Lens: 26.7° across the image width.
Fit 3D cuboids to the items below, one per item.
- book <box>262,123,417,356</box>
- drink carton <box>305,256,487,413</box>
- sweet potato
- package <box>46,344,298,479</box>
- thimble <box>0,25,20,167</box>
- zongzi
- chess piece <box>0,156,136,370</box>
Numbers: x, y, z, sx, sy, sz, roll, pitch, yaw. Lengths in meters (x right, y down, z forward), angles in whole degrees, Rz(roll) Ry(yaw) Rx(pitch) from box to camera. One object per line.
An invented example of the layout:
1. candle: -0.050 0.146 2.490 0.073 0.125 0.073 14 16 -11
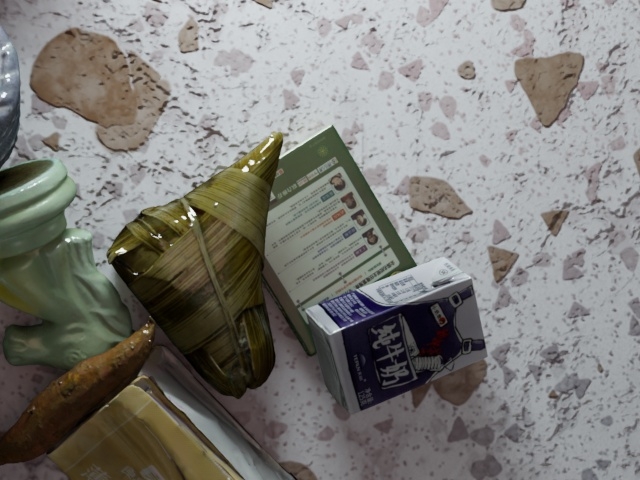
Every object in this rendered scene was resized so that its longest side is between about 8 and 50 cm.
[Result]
1. book: 0.000 0.000 1.898 0.202 0.027 0.264 -33 98 -10
2. drink carton: 0.108 0.128 1.869 0.222 0.102 0.134 -21 113 -15
3. sweet potato: -0.332 0.207 1.764 0.314 0.072 0.066 -42 60 11
4. package: -0.180 0.322 1.799 0.221 0.165 0.311 -43 99 -8
5. thimble: -0.486 -0.184 1.693 0.205 0.172 0.236 -38 82 -23
6. zongzi: -0.099 0.033 1.818 0.288 0.134 0.286 -38 103 -2
7. chess piece: -0.363 0.053 1.774 0.175 0.176 0.298 -24 109 -11
